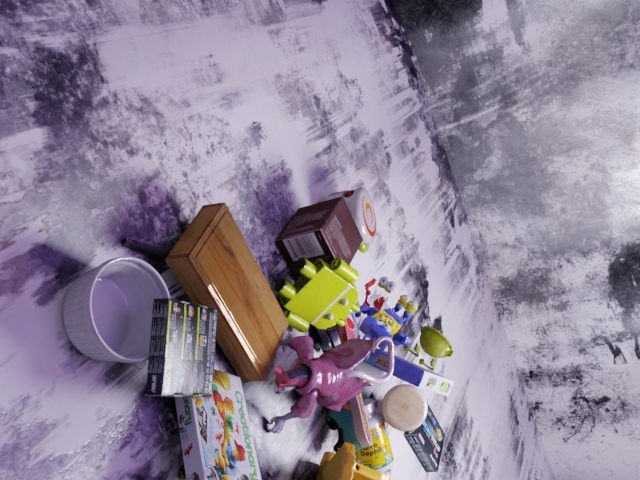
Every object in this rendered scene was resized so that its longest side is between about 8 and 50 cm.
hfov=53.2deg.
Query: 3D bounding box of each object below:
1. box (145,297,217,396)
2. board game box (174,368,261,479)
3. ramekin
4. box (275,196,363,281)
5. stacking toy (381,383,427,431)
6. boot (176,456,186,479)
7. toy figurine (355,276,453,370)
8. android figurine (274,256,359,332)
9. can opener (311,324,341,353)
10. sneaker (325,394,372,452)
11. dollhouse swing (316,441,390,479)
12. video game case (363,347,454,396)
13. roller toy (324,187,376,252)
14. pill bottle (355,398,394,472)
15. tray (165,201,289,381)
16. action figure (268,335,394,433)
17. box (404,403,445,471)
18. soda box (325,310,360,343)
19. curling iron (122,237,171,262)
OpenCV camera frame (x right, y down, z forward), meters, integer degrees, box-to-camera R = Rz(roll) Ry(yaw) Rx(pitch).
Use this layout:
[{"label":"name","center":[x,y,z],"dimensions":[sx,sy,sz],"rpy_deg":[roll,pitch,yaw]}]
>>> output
[{"label":"box","center":[-0.278,0.223,1.304],"dimensions":[0.184,0.045,0.191],"rpy_deg":[26,62,-62]},{"label":"board game box","center":[-0.226,0.425,1.401],"dimensions":[0.193,0.053,0.305],"rpy_deg":[35,29,-49]},{"label":"ramekin","center":[-0.404,0.142,1.261],"dimensions":[0.207,0.109,0.207],"rpy_deg":[29,55,-51]},{"label":"box","center":[0.000,0.000,1.930],"dimensions":[0.167,0.168,0.203],"rpy_deg":[63,33,-21]},{"label":"stacking toy","center":[0.257,0.552,2.094],"dimensions":[0.330,0.141,0.141],"rpy_deg":[90,-3,-73]},{"label":"boot","center":[-0.245,0.554,1.389],"dimensions":[0.165,0.077,0.213],"rpy_deg":[50,32,-39]},{"label":"toy figurine","center":[0.218,0.310,2.057],"dimensions":[0.362,0.191,0.217],"rpy_deg":[43,43,18]},{"label":"android figurine","center":[0.002,0.159,1.822],"dimensions":[0.273,0.248,0.056],"rpy_deg":[40,11,-36]},{"label":"can opener","center":[-0.006,0.259,1.934],"dimensions":[0.073,0.059,0.186],"rpy_deg":[-30,95,-31]},{"label":"sneaker","center":[0.062,0.489,1.910],"dimensions":[0.302,0.121,0.108],"rpy_deg":[-103,168,-47]},{"label":"dollhouse swing","center":[0.105,0.734,1.636],"dimensions":[0.315,0.305,0.347],"rpy_deg":[28,48,-15]},{"label":"video game case","center":[0.274,0.427,2.126],"dimensions":[0.244,0.269,0.061],"rpy_deg":[31,80,-51]},{"label":"roller toy","center":[0.094,-0.076,2.141],"dimensions":[0.191,0.146,0.209],"rpy_deg":[50,36,-54]},{"label":"pill bottle","center":[0.150,0.605,1.987],"dimensions":[0.117,0.117,0.209],"rpy_deg":[-16,92,-60]},{"label":"tray","center":[-0.211,0.133,1.568],"dimensions":[0.411,0.076,0.203],"rpy_deg":[65,31,-32]},{"label":"action figure","center":[0.009,0.375,1.697],"dimensions":[0.370,0.275,0.248],"rpy_deg":[16,67,-59]},{"label":"box","center":[0.395,0.732,2.409],"dimensions":[0.220,0.051,0.175],"rpy_deg":[61,34,-25]},{"label":"soda box","center":[0.046,0.218,1.994],"dimensions":[0.083,0.092,0.263],"rpy_deg":[-11,88,-62]},{"label":"curling iron","center":[-0.341,0.054,1.473],"dimensions":[0.274,0.035,0.068],"rpy_deg":[38,47,-47]}]
